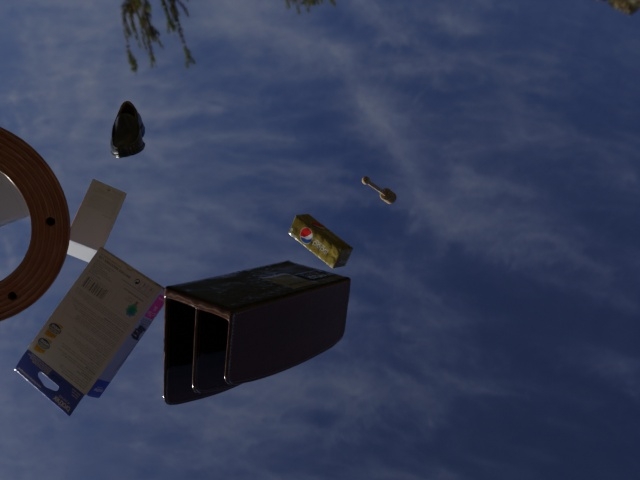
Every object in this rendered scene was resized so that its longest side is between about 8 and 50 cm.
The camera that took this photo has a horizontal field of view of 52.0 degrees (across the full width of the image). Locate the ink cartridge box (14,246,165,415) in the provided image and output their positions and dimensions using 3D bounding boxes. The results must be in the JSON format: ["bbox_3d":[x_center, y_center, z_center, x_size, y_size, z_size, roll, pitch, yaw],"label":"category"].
[{"bbox_3d":[-0.477,0.189,1.376,0.185,0.065,0.311,30,-102,21],"label":"ink cartridge box"}]

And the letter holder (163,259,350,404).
[{"bbox_3d":[-0.103,0.171,1.111,0.152,0.214,0.302,13,-166,35],"label":"letter holder"}]

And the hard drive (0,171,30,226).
[{"bbox_3d":[-0.846,-0.100,1.507,0.307,0.203,0.040,-24,-159,-15],"label":"hard drive"}]

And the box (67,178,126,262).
[{"bbox_3d":[-0.573,-0.046,1.655,0.091,0.130,0.170,25,-116,-20],"label":"box"}]

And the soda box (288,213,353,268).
[{"bbox_3d":[0.000,0.000,1.791,0.181,0.061,0.058,38,-153,29],"label":"soda box"}]

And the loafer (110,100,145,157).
[{"bbox_3d":[-0.350,-0.197,1.174,0.062,0.061,0.170,-13,-149,-9],"label":"loafer"}]

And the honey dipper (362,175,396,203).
[{"bbox_3d":[0.135,-0.120,1.518,0.030,0.160,0.030,-7,-106,25],"label":"honey dipper"}]

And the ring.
[{"bbox_3d":[-0.566,-0.027,1.028,0.336,0.337,0.032,-15,-165,-5],"label":"ring"}]
